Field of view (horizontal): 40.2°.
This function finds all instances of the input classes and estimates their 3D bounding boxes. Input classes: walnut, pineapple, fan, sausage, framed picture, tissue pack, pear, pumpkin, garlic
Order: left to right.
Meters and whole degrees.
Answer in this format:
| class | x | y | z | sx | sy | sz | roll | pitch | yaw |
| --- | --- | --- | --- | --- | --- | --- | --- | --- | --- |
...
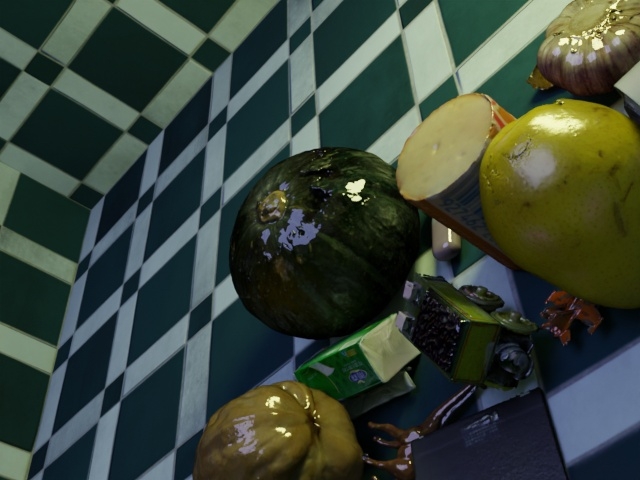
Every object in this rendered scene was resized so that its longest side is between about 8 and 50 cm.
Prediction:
| class | x | y | z | sx | sy | sz | roll | pitch | yaw |
| --- | --- | --- | --- | --- | --- | --- | --- | --- | --- |
| walnut | -0.091 | 0.434 | 1.688 | 0.344 | 0.306 | 0.306 | -47 | 28 | 44 |
| pumpkin | 0.000 | 0.000 | 1.917 | 0.454 | 0.344 | 0.454 | -32 | 35 | 27 |
| tissue pack | 0.086 | 0.266 | 1.757 | 0.209 | 0.156 | 0.148 | -33 | 1 | 42 |
| fan | 0.264 | -0.062 | 1.844 | 0.130 | 0.074 | 0.244 | -34 | 37 | 37 |
| framed picture | 0.270 | 0.414 | 1.369 | 0.255 | 0.014 | 0.338 | -30 | 39 | 22 |
| sausage | 0.312 | -0.102 | 1.578 | 0.233 | 0.287 | 0.233 | -40 | 33 | 33 |
| pineapple | 0.480 | -0.372 | 1.811 | 0.114 | 0.077 | 0.114 | -15 | 36 | 47 |
| pear | 0.401 | -0.055 | 1.348 | 0.285 | 0.336 | 0.285 | -26 | 17 | 9 |
| garlic | 0.527 | -0.355 | 1.636 | 0.245 | 0.160 | 0.245 | -26 | 30 | 16 |

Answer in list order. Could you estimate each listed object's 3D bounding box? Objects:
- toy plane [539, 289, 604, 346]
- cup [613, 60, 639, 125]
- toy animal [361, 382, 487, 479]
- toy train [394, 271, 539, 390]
| class | x | y | z | sx | sy | sz | roll | pitch | yaw |
| --- | --- | --- | --- | --- | --- | --- | --- | --- | --- |
| toy plane | 0.439 | 0.089 | 1.440 | 0.188 | 0.062 | 0.135 | -45 | 28 | -4 |
| cup | 0.630 | -0.255 | 1.253 | 0.371 | 0.253 | 0.253 | -48 | 30 | 18 |
| toy animal | 0.188 | 0.340 | 1.578 | 0.230 | 0.066 | 0.224 | -13 | 56 | 38 |
| toy train | 0.252 | 0.159 | 1.506 | 0.261 | 0.178 | 0.134 | -137 | 59 | -62 |
